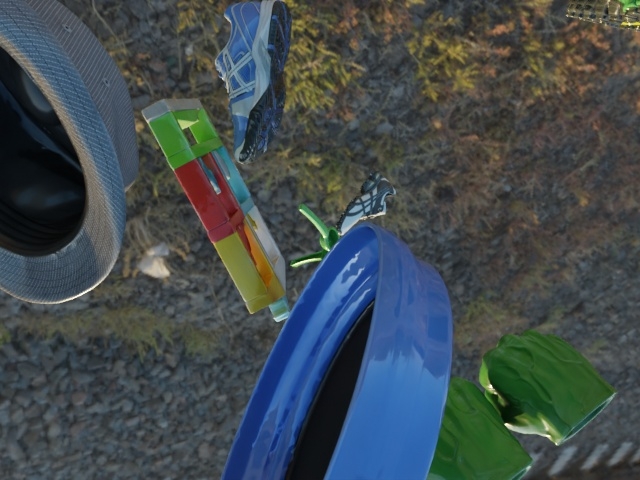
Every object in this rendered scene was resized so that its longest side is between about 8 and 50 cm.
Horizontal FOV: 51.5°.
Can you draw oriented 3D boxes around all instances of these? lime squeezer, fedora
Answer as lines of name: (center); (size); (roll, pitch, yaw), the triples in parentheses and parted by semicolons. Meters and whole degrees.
lime squeezer: (0.000, 0.000, 1.443); (0.059, 0.109, 0.310); (-60, 173, -22)
fedora: (-0.240, -0.097, 0.545); (0.243, 0.124, 0.275); (-29, 103, 36)

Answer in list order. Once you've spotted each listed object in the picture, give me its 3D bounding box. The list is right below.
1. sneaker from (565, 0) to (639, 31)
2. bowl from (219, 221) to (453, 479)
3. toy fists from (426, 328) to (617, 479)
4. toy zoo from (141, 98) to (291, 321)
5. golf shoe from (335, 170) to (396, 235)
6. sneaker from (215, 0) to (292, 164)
sneaker: (0.348, -0.276, 0.632); (0.134, 0.343, 0.146); (7, 109, -10)
bowl: (-0.005, 0.174, 0.602); (0.077, 0.391, 0.391); (24, 127, -9)
toy fists: (0.226, 0.215, 0.829); (0.279, 0.142, 0.096); (-30, 148, -20)
toy zoo: (-0.107, -0.032, 0.803); (0.030, 0.192, 0.293); (-26, 100, 6)
golf shoe: (0.117, -0.080, 1.692); (0.198, 0.094, 0.077); (-53, -178, -8)
sneaker: (-0.092, -0.206, 0.869); (0.080, 0.081, 0.211); (-31, 132, -70)
